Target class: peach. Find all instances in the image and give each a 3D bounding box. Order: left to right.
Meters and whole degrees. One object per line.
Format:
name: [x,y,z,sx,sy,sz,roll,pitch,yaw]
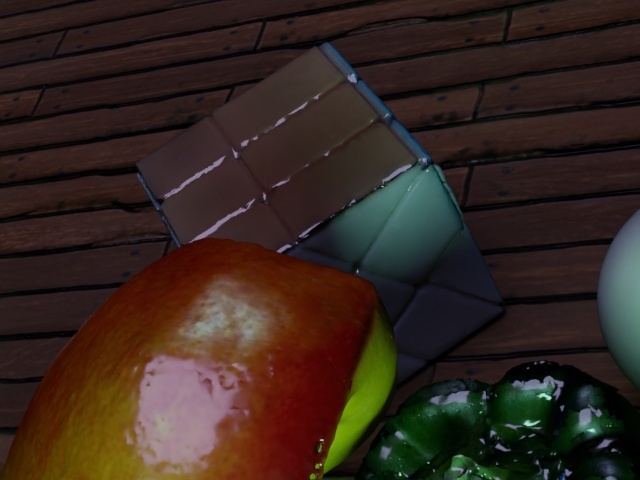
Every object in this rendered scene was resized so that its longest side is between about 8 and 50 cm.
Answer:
peach: [-0.107,0.174,0.947,0.242,0.306,0.380,28,85,1]

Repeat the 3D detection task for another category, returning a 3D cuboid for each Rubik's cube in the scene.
Rubik's cube: [0.000,0.000,1.189,0.221,0.231,0.225,-33,43,-2]

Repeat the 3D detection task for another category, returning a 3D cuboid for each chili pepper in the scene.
chili pepper: [0.147,0.232,0.858,0.233,0.257,0.249,-14,42,25]

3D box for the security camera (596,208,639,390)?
security camera: [0.322,0.024,1.012,0.194,0.194,0.236,21,65,42]
